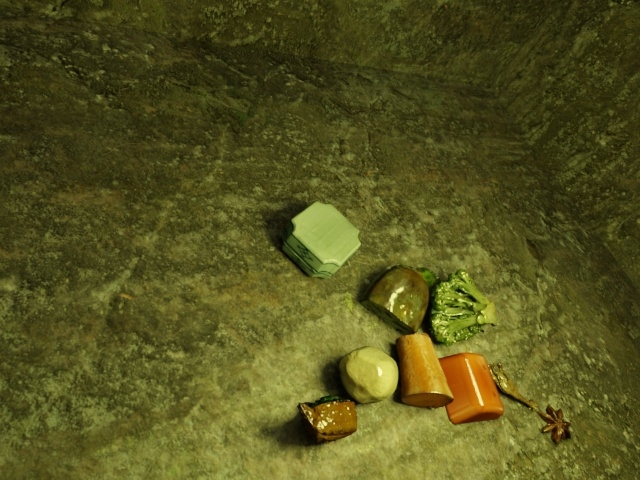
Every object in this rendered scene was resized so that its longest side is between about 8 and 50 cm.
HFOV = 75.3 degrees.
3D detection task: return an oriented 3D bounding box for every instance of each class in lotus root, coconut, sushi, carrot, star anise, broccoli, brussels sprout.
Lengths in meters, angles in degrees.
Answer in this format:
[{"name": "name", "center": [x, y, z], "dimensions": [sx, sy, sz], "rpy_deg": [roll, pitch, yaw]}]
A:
[{"name": "lotus root", "center": [0.351, 0.224, 1.733], "dimensions": [0.267, 0.149, 0.260], "rpy_deg": [38, 66, -3]}, {"name": "coconut", "center": [0.168, 0.476, 1.474], "dimensions": [0.225, 0.224, 0.224], "rpy_deg": [13, 53, -18]}, {"name": "sushi", "center": [0.010, 0.577, 1.348], "dimensions": [0.287, 0.149, 0.140], "rpy_deg": [16, 38, -42]}, {"name": "carrot", "center": [0.391, 0.488, 1.581], "dimensions": [0.196, 0.196, 0.254], "rpy_deg": [14, 51, -18]}, {"name": "star anise", "center": [1.002, 0.781, 1.767], "dimensions": [0.168, 0.057, 0.167], "rpy_deg": [14, 52, -19]}, {"name": "broccoli", "center": [0.590, 0.290, 1.749], "dimensions": [0.304, 0.284, 0.320], "rpy_deg": [-22, 101, -30]}, {"name": "brussels sprout", "center": [0.447, 0.191, 1.884], "dimensions": [0.181, 0.101, 0.138], "rpy_deg": [-7, 77, -36]}]

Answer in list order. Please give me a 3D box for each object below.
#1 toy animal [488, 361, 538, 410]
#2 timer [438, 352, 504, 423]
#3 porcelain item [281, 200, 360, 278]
[{"name": "toy animal", "center": [0.816, 0.629, 1.771], "dimensions": [0.275, 0.054, 0.149], "rpy_deg": [47, 24, 13]}, {"name": "timer", "center": [0.624, 0.589, 1.684], "dimensions": [0.250, 0.161, 0.257], "rpy_deg": [15, 50, -36]}, {"name": "porcelain item", "center": [0.000, 0.000, 1.745], "dimensions": [0.281, 0.157, 0.286], "rpy_deg": [43, 48, 4]}]
